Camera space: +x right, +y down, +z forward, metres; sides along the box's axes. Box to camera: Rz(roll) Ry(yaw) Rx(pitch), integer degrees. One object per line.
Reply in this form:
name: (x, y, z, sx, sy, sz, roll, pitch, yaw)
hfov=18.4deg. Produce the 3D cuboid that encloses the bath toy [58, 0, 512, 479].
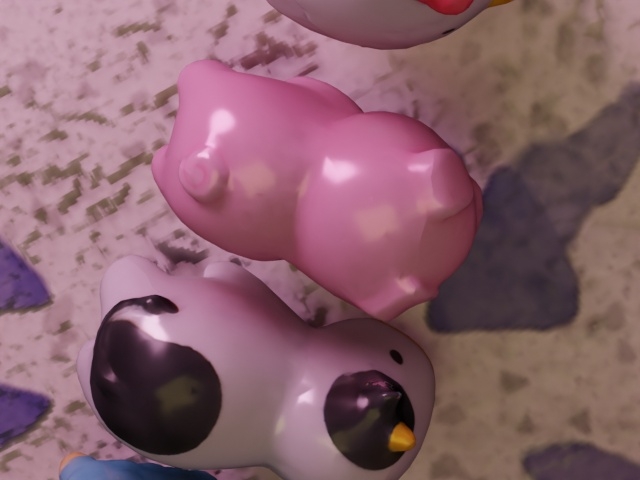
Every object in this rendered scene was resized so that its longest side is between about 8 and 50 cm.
bath toy: (0.000, 0.000, 0.796, 0.151, 0.129, 0.348, 5, 113, -28)
